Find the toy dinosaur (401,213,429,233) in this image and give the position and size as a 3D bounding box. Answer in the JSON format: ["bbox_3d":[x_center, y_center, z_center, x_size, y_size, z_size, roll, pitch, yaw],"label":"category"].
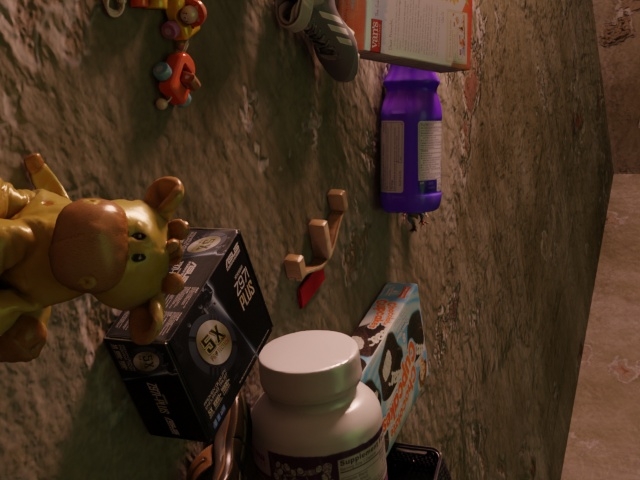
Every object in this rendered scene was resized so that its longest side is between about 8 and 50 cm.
[{"bbox_3d":[0.156,-0.052,1.812,0.090,0.047,0.082,-111,176,-57],"label":"toy dinosaur"}]

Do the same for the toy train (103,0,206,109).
[{"bbox_3d":[-0.154,-0.219,1.060,0.166,0.046,0.125,60,39,-51],"label":"toy train"}]

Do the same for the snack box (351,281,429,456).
[{"bbox_3d":[0.091,0.225,1.642,0.322,0.060,0.187,-51,138,-53],"label":"snack box"}]

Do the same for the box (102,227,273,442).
[{"bbox_3d":[-0.133,0.097,1.102,0.180,0.077,0.147,-61,144,-45],"label":"box"}]

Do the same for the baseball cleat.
[{"bbox_3d":[-0.011,-0.283,1.371,0.109,0.072,0.206,-49,133,-35],"label":"baseball cleat"}]

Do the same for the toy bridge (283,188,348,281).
[{"bbox_3d":[0.000,0.000,1.455,0.188,0.026,0.063,-57,145,-49],"label":"toy bridge"}]

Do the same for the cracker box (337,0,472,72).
[{"bbox_3d":[0.130,-0.344,1.558,0.232,0.067,0.156,2,91,-42],"label":"cracker box"}]

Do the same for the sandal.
[{"bbox_3d":[-0.122,0.266,1.180,0.090,0.060,0.219,76,14,-46],"label":"sandal"}]

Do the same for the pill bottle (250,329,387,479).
[{"bbox_3d":[-0.001,0.275,1.308,0.169,0.169,0.302,-39,127,-59],"label":"pill bottle"}]

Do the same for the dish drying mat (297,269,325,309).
[{"bbox_3d":[-0.013,0.062,1.454,0.083,0.008,0.032,-53,140,-53],"label":"dish drying mat"}]

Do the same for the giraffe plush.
[{"bbox_3d":[-0.199,0.015,0.830,0.210,0.170,0.182,-30,119,-62],"label":"giraffe plush"}]

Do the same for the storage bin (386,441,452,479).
[{"bbox_3d":[0.132,0.429,1.678,0.084,0.122,0.180,65,36,-46],"label":"storage bin"}]

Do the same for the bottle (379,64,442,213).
[{"bbox_3d":[0.147,-0.187,1.685,0.118,0.092,0.283,-14,105,-63],"label":"bottle"}]
